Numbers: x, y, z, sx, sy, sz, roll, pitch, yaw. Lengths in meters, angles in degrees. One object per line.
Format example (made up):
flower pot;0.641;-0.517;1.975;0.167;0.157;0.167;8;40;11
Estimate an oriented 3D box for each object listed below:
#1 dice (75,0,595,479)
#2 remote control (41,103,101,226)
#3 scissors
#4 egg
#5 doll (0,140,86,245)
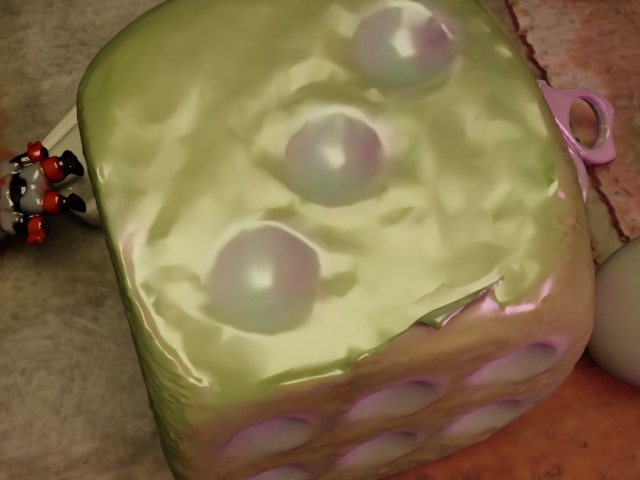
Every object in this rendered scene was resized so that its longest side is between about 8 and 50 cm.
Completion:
dice;0.000;0.000;0.627;0.251;0.254;0.250;-16;64;-8
remote control;-0.108;-0.112;0.750;0.230;0.049;0.090;-45;73;-1
scissors;0.144;-0.114;0.750;0.212;0.021;0.110;47;67;-23
egg;0.238;0.044;0.698;0.135;0.103;0.103;-29;69;-16
doll;-0.245;-0.021;0.715;0.169;0.057;0.109;-15;73;20
